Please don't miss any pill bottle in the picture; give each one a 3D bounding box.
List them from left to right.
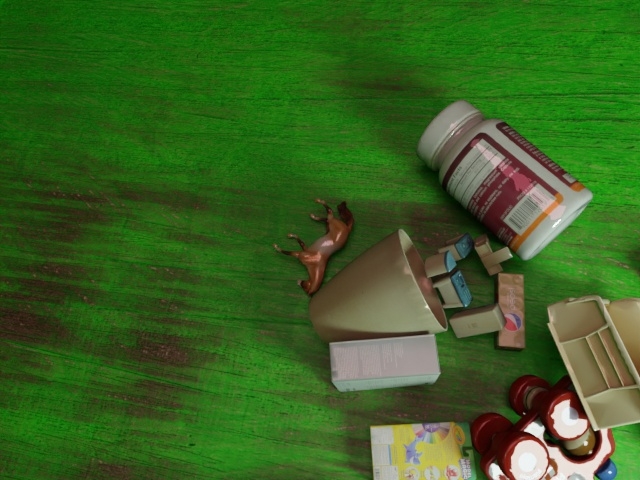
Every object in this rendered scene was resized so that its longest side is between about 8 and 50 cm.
[{"bbox_3d":[0.440,-0.158,1.295,0.224,0.224,0.392,-39,69,-8],"label":"pill bottle"}]

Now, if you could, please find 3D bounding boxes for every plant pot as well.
[{"bbox_3d":[0.121,0.145,1.233,0.274,0.256,0.256,-26,67,16],"label":"plant pot"}]

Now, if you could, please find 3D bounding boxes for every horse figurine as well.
[{"bbox_3d":[0.000,0.000,1.382,0.263,0.066,0.174,-45,64,-7],"label":"horse figurine"}]

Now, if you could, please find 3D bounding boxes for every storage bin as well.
[{"bbox_3d":[0.623,0.241,1.088,0.123,0.262,0.260,-34,61,39],"label":"storage bin"}]

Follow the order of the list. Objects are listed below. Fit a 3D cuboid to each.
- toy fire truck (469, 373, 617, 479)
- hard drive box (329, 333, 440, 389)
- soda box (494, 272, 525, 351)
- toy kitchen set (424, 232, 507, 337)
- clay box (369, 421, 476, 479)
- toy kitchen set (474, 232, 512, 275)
[{"bbox_3d":[0.492,0.449,1.105,0.302,0.169,0.254,-41,93,-8],"label":"toy fire truck"},{"bbox_3d":[0.146,0.284,1.190,0.232,0.181,0.089,-5,67,5],"label":"hard drive box"},{"bbox_3d":[0.455,0.172,1.254,0.062,0.058,0.181,4,70,10],"label":"soda box"},{"bbox_3d":[0.371,0.099,1.263,0.166,0.122,0.207,-32,97,-47],"label":"toy kitchen set"},{"bbox_3d":[0.227,0.478,1.169,0.222,0.053,0.127,-5,68,7],"label":"clay box"},{"bbox_3d":[0.431,0.027,1.287,0.068,0.075,0.083,-27,99,22],"label":"toy kitchen set"}]
